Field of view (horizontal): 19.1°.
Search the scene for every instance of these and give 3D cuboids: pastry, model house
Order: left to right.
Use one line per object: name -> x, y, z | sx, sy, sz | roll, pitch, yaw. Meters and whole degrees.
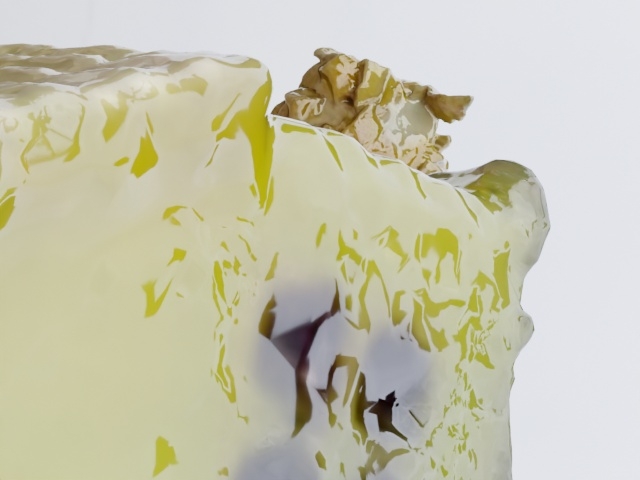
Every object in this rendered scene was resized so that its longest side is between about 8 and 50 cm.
model house -> -0.085, 0.024, 0.413 | 0.193, 0.234, 0.175 | 5, -107, 34
pastry -> 0.000, 0.000, 1.123 | 0.250, 0.154, 0.102 | -55, -138, 11
